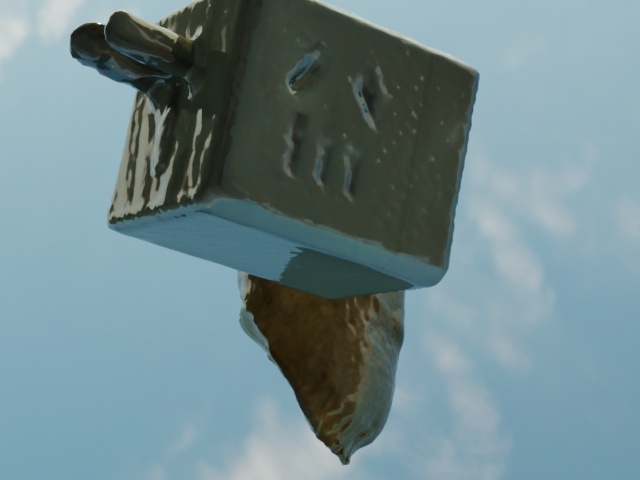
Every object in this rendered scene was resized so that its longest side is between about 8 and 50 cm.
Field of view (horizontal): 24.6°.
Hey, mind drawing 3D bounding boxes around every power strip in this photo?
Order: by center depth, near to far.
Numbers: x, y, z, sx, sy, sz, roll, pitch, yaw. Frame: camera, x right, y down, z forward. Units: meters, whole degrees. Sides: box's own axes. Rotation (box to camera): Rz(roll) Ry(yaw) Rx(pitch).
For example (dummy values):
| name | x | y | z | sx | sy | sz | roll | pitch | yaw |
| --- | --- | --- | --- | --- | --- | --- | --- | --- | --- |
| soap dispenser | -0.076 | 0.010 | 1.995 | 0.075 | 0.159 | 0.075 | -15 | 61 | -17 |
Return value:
| name | x | y | z | sx | sy | sz | roll | pitch | yaw |
| --- | --- | --- | --- | --- | --- | --- | --- | --- | --- |
| power strip | -0.039 | -0.062 | 0.843 | 0.139 | 0.224 | 0.140 | -9 | -113 | 58 |

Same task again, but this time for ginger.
| name | x | y | z | sx | sy | sz | roll | pitch | yaw |
| --- | --- | --- | --- | --- | --- | --- | --- | --- | --- |
| ginger | 0.000 | 0.000 | 1.085 | 0.190 | 0.126 | 0.354 | -9 | -121 | 14 |
